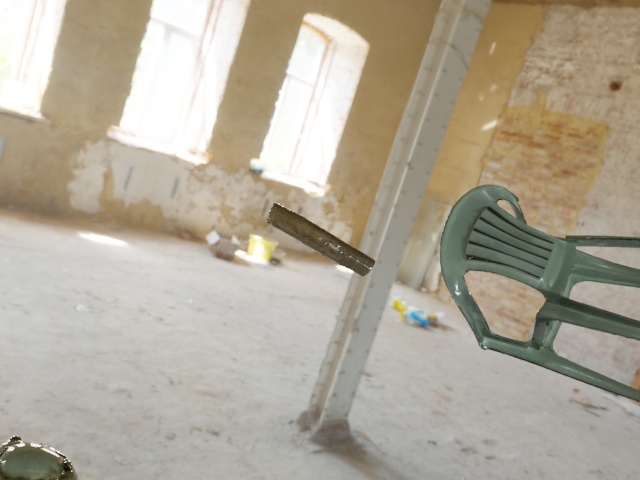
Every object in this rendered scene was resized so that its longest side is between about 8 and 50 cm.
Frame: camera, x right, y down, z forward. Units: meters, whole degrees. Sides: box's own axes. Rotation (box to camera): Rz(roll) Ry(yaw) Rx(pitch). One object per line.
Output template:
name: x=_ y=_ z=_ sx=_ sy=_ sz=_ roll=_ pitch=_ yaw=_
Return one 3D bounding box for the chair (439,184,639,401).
chair: x=0.309 y=0.051 z=0.802 sx=0.275 sy=0.203 sz=0.190 roll=14 pitch=-28 yaw=28

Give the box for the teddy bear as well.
teddy bear: x=-0.371 y=0.327 z=0.745 sx=0.256 sy=0.156 sz=0.267 roll=10 pitch=-32 yaw=30

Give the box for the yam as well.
yam: x=0.000 y=0.000 z=0.760 sx=0.146 sy=0.032 sz=0.032 roll=30 pitch=7 yaw=-3
